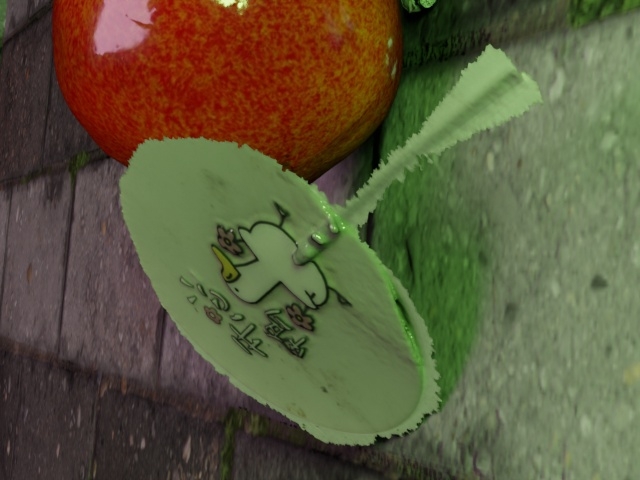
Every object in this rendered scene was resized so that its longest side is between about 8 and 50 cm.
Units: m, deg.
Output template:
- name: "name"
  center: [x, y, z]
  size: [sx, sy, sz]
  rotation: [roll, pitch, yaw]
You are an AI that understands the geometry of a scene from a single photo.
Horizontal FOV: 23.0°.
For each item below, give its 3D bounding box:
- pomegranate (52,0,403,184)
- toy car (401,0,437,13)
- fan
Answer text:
- name: "pomegranate"
  center: [-0.052, -0.121, 0.985]
  size: [0.257, 0.220, 0.221]
  rotation: [46, -141, -64]
- name: "toy car"
  center: [0.064, -0.177, 0.946]
  size: [0.041, 0.025, 0.093]
  rotation: [-104, 28, -43]
- name: "fan"
  center: [0.000, 0.001, 0.849]
  size: [0.012, 0.233, 0.415]
  rotation: [-48, 0, -32]
